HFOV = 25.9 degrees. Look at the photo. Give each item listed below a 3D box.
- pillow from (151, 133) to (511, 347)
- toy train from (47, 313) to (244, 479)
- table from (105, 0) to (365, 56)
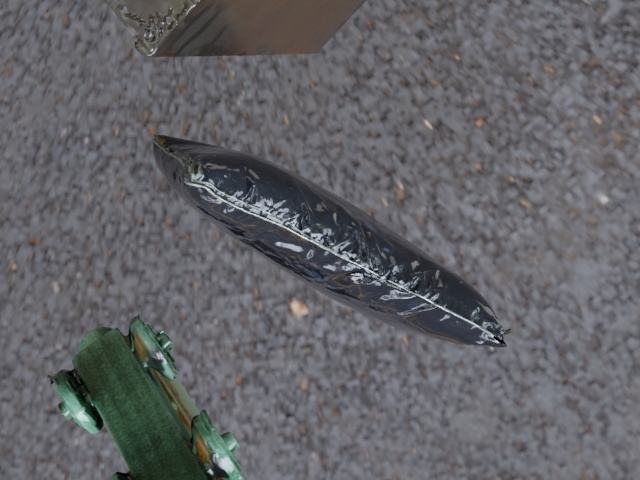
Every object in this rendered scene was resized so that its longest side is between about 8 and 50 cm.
[{"bbox_3d":[0.000,0.000,0.802,0.208,0.141,0.055,30,91,-18],"label":"pillow"},{"bbox_3d":[-0.129,0.188,1.209,0.116,0.285,0.177,-36,130,-7],"label":"toy train"},{"bbox_3d":[-0.041,-0.209,0.618,0.169,0.172,0.193,-45,79,23],"label":"table"}]
